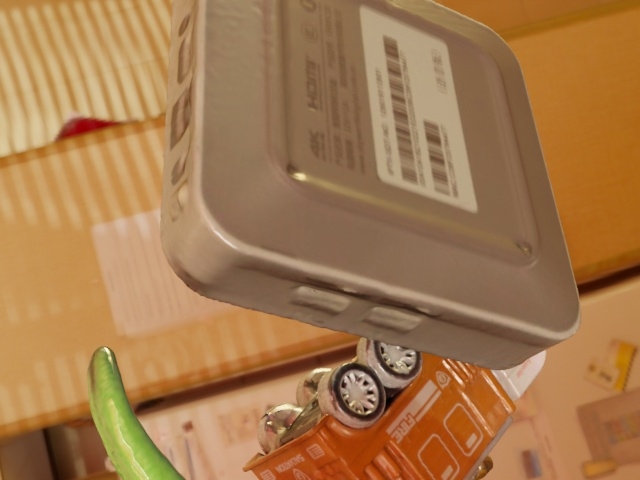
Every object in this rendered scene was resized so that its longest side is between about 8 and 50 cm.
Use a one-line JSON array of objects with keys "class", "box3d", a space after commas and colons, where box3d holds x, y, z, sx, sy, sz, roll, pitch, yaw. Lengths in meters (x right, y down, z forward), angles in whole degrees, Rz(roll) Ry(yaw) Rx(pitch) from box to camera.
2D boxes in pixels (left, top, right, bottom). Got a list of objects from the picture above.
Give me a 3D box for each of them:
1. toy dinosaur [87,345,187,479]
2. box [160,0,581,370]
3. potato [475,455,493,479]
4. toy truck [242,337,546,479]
[{"class": "toy dinosaur", "box3d": [0.120, 0.214, 0.566, 0.374, 0.144, 0.500, -23, -102, -50]}, {"class": "box", "box3d": [0.047, -0.097, 0.832, 0.111, 0.396, 0.396, -44, 40, 43]}, {"class": "potato", "box3d": [0.211, 0.330, 1.283, 0.051, 0.083, 0.040, 11, -122, -53]}, {"class": "toy truck", "box3d": [0.112, 0.182, 1.025, 0.207, 0.387, 0.173, 50, 139, 1]}]
